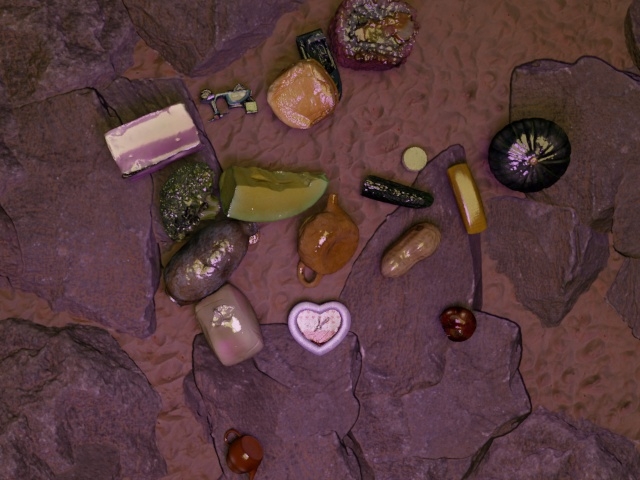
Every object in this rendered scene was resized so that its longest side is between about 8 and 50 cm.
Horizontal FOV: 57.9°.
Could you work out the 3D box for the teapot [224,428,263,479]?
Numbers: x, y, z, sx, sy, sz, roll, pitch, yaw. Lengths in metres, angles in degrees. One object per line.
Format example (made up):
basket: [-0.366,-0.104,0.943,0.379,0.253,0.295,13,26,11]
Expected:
teapot: [-0.245,0.663,1.782,0.116,0.116,0.173,-36,68,-6]

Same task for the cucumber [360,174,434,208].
cucumber: [0.247,-0.148,1.849,0.241,0.074,0.074,15,89,-8]

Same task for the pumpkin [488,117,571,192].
pumpkin: [0.657,-0.276,1.840,0.250,0.216,0.249,-2,123,-3]

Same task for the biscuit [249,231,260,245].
biscuit: [-0.262,-0.012,1.811,0.147,0.018,0.071,-10,95,-8]

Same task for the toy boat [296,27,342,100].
toy boat: [0.004,-0.539,1.801,0.093,0.103,0.246,-24,97,-15]

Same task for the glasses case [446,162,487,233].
glasses case: [0.478,-0.136,1.882,0.079,0.064,0.234,-19,93,-3]

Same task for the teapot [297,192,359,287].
teapot: [0.000,0.000,1.782,0.203,0.167,0.311,-1,122,-48]

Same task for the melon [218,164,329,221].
melon: [-0.137,-0.145,1.751,0.324,0.124,0.196,0,47,-20]

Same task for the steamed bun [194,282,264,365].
steamed bun: [-0.274,0.259,1.744,0.170,0.152,0.238,-28,91,-5]

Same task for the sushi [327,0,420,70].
sushi: [0.162,-0.640,1.787,0.270,0.171,0.236,1,90,-10]

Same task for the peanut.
peanut: [0.283,0.032,1.831,0.236,0.120,0.110,-39,134,-11]

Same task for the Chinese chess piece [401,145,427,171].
Chinese chess piece: [0.303,-0.263,1.875,0.084,0.034,0.084,0,90,-5]

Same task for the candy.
candy: [-0.495,-0.297,1.729,0.265,0.116,0.155,-26,93,-6]

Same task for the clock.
clock: [-0.006,0.274,1.823,0.198,0.064,0.172,-1,90,-7]

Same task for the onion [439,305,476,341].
onion: [0.444,0.267,1.857,0.119,0.118,0.117,-33,117,-6]

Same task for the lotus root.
lotus root: [-0.332,0.050,1.720,0.349,0.175,0.175,-45,96,0]

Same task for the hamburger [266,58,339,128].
hamburger: [-0.055,-0.440,1.756,0.214,0.108,0.213,6,116,12]

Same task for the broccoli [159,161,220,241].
broccoli: [-0.388,-0.112,1.709,0.176,0.198,0.226,-16,110,-18]

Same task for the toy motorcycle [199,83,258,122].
toy motorcycle: [-0.285,-0.426,1.786,0.173,0.058,0.100,-10,97,-9]
